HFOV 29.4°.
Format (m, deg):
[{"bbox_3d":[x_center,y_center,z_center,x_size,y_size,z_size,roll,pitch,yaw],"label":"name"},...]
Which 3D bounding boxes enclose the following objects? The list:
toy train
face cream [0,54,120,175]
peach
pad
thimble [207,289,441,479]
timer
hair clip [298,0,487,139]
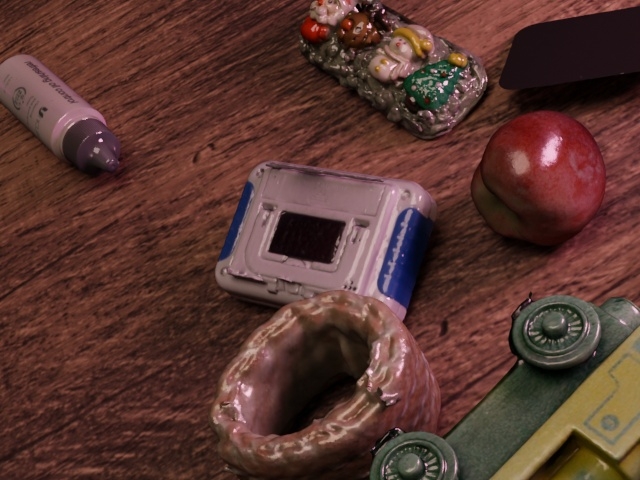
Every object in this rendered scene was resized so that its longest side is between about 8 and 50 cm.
[{"bbox_3d":[0.213,0.213,1.130,0.369,0.150,0.237,-42,51,-15],"label":"toy train"},{"bbox_3d":[-0.376,-0.174,1.781,0.092,0.092,0.311,-43,49,-7],"label":"face cream"},{"bbox_3d":[0.241,-0.078,1.357,0.152,0.152,0.152,-14,51,18],"label":"peach"},{"bbox_3d":[0.332,-0.170,1.430,0.250,0.055,0.323,-5,54,25],"label":"pad"},{"bbox_3d":[0.005,0.168,1.288,0.229,0.148,0.196,-23,48,8],"label":"thimble"},{"bbox_3d":[0.000,0.000,1.442,0.253,0.078,0.178,10,74,32],"label":"timer"},{"bbox_3d":[0.074,-0.254,1.603,0.138,0.091,0.321,-46,47,-6],"label":"hair clip"}]
